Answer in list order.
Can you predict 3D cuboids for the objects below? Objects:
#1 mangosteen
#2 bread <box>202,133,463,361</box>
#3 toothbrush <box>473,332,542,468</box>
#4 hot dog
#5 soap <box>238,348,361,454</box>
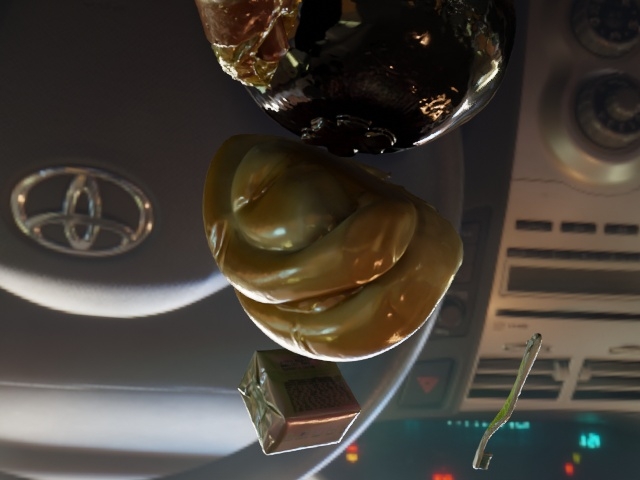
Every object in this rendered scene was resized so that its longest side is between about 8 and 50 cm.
[{"bbox_3d":[0.072,-0.328,1.031,0.382,0.435,0.382,10,164,3],"label":"mangosteen"},{"bbox_3d":[0.009,-0.024,1.105,0.329,0.424,0.245,-33,126,-11],"label":"bread"},{"bbox_3d":[0.275,0.244,1.138,0.026,0.022,0.263,12,118,-4],"label":"toothbrush"},{"bbox_3d":[-0.071,-0.258,0.756,0.093,0.123,0.261,23,152,33],"label":"hot dog"},{"bbox_3d":[-0.047,0.334,1.618,0.199,0.182,0.138,2,131,-36],"label":"soap"}]
